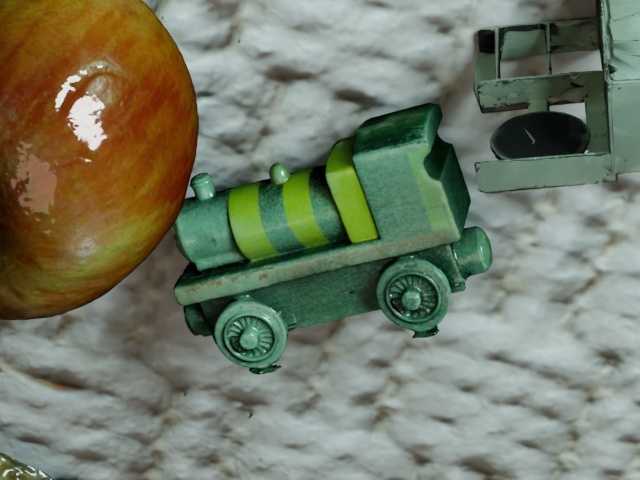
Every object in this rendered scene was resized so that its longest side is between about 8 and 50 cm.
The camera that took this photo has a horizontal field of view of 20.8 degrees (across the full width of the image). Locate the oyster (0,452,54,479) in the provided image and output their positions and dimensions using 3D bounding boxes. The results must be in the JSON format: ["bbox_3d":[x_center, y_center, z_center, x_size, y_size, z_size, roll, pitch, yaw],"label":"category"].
[{"bbox_3d":[-0.245,0.201,1.235,0.345,0.078,0.129,32,130,-18],"label":"oyster"}]

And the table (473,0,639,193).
[{"bbox_3d":[0.167,-0.095,0.932,0.175,0.146,0.062,-4,125,8],"label":"table"}]

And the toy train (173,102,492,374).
[{"bbox_3d":[0.000,0.000,1.064,0.200,0.083,0.132,-14,111,16],"label":"toy train"}]

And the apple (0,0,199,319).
[{"bbox_3d":[-0.152,-0.052,0.984,0.160,0.173,0.195,15,127,-1],"label":"apple"}]
